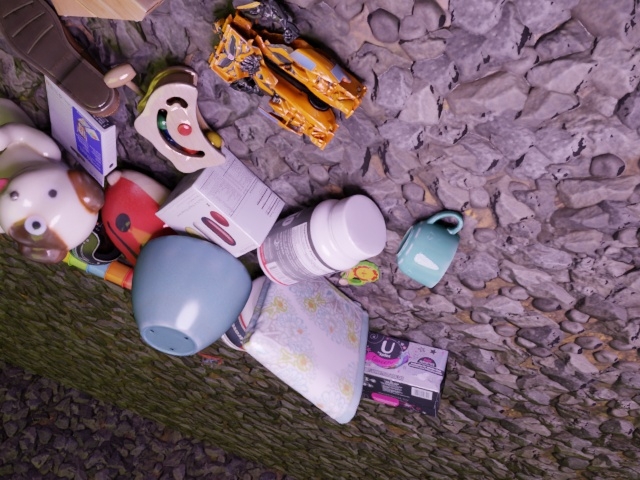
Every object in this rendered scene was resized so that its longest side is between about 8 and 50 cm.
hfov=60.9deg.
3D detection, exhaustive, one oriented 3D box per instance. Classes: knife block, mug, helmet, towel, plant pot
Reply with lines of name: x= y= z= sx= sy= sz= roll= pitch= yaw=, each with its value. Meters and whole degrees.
knife block: x=-0.421 y=-0.510 z=0.919 sx=0.276 sy=0.088 sz=0.242 roll=12 pitch=142 yaw=18
mug: x=0.228 y=0.011 z=1.165 sx=0.097 sy=0.157 sz=0.129 roll=28 pitch=167 yaw=1
helmet: x=-0.669 y=-0.008 z=1.607 sx=0.169 sy=0.169 sz=0.161 roll=20 pitch=127 yaw=7
towel: x=-0.023 y=0.223 z=1.358 sx=0.320 sy=0.374 sz=0.090 roll=39 pitch=121 yaw=-17
plant pot: x=-0.328 y=0.156 z=1.297 sx=0.290 sy=0.195 sz=0.290 roll=8 pitch=140 yaw=6

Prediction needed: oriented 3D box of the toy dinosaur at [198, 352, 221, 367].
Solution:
toy dinosaur: x=-0.434 y=0.473 z=2.157 sx=0.082 sy=0.047 sz=0.090 roll=-19 pitch=116 yaw=21

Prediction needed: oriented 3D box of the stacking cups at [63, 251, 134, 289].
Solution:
stacking cups: x=-0.732 y=0.089 z=1.811 sx=0.316 sy=0.096 sz=0.096 roll=28 pitch=143 yaw=-4

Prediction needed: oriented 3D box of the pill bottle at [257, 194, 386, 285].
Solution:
pill bottle: x=0.000 y=0.000 z=1.236 sx=0.283 sy=0.161 sz=0.161 roll=-20 pitch=124 yaw=43

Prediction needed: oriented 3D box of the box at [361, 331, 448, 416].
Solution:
box: x=0.235 y=0.385 z=1.585 sx=0.247 sy=0.142 sz=0.163 roll=10 pitch=139 yaw=17

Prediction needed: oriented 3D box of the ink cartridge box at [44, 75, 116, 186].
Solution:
ink cartridge box: x=-0.566 y=-0.261 z=1.289 sx=0.206 sy=0.045 sz=0.208 roll=44 pitch=143 yaw=9

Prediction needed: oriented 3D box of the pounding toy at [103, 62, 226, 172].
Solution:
pounding toy: x=-0.298 y=-0.285 z=1.139 sx=0.154 sy=0.155 sz=0.269 roll=-29 pitch=133 yaw=15

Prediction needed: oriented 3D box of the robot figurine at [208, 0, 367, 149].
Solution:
robot figurine: x=-0.073 y=-0.300 z=0.978 sx=0.291 sy=0.085 sz=0.211 roll=33 pitch=142 yaw=-10

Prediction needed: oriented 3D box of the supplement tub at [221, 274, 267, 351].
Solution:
supplement tub: x=-0.175 y=0.215 z=1.557 sx=0.191 sy=0.191 sz=0.272 roll=36 pitch=149 yaw=-14

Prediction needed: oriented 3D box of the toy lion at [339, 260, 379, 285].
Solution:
toy lion: x=0.102 y=0.085 z=1.393 sx=0.096 sy=0.034 sz=0.100 roll=14 pitch=143 yaw=2

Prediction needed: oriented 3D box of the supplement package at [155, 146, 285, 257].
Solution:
supplement package: x=-0.237 y=-0.075 z=1.290 sx=0.203 sy=0.149 sz=0.194 roll=43 pitch=140 yaw=-21

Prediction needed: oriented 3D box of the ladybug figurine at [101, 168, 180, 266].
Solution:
ladybug figurine: x=-0.423 y=0.005 z=1.455 sx=0.305 sy=0.162 sz=0.449 roll=-3 pitch=133 yaw=46

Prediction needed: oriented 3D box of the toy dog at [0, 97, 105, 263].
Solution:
toy dog: x=-0.689 y=-0.102 z=1.296 sx=0.408 sy=0.284 sz=0.395 roll=29 pitch=162 yaw=43

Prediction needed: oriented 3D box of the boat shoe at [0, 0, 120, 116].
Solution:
boat shoe: x=-0.541 y=-0.379 z=1.123 sx=0.307 sy=0.111 sz=0.104 roll=53 pitch=176 yaw=-8
